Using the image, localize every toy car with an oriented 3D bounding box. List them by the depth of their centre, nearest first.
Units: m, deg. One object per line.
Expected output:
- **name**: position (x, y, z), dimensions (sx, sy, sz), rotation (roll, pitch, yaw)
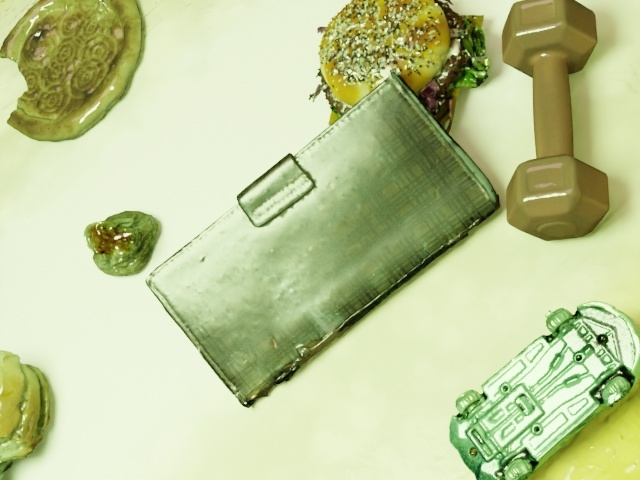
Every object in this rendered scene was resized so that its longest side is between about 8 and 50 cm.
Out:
- **toy car**: position (0.191, 0.130, 0.854), dimensions (0.186, 0.058, 0.093), rotation (-45, 55, 16)

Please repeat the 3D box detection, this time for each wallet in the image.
- **wallet**: position (0.000, 0.000, 0.984), dimensions (0.317, 0.044, 0.169), rotation (-40, 88, 8)

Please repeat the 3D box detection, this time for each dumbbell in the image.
- **dumbbell**: position (0.211, -0.113, 0.942), dimensions (0.092, 0.082, 0.231), rotation (-9, 63, 24)

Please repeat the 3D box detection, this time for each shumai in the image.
- **shumai**: position (-0.224, -0.004, 1.112), dimensions (0.083, 0.080, 0.082), rotation (-28, 56, 15)

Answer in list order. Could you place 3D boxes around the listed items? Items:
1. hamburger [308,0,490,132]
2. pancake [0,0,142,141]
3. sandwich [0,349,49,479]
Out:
- **hamburger**: position (0.076, -0.187, 1.038), dimensions (0.190, 0.093, 0.164), rotation (-2, 66, 24)
- **pancake**: position (-0.313, -0.229, 1.294), dimensions (0.212, 0.029, 0.235), rotation (-28, 59, 11)
- **sandwich**: position (-0.401, 0.257, 1.071), dimensions (0.249, 0.095, 0.273), rotation (-11, 61, 20)
